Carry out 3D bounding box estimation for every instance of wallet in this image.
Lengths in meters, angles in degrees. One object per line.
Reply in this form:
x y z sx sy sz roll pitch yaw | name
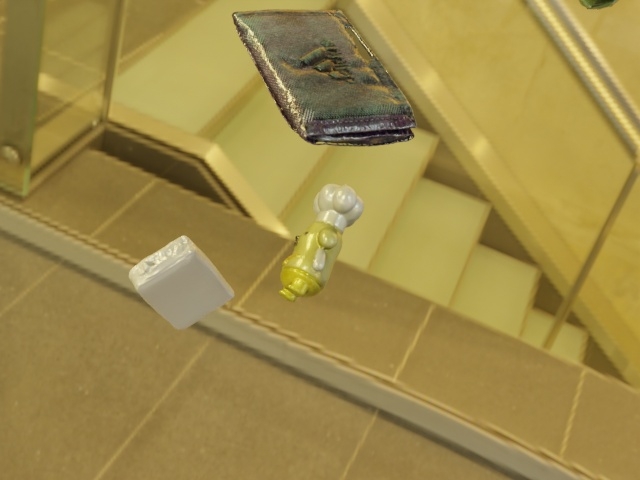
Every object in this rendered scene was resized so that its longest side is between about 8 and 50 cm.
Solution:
-0.172 0.056 1.281 0.095 0.190 0.033 -34 66 -1 | wallet
0.000 -0.140 0.875 0.111 0.030 0.166 -7 49 -27 | wallet

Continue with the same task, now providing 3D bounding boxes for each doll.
0.000 0.000 1.275 0.062 0.106 0.163 31 70 -9 | doll

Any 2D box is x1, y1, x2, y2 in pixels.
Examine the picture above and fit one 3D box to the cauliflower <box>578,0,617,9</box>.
0.121 -0.196 0.388 0.272 0.275 0.250 5 -2 -39 | cauliflower
